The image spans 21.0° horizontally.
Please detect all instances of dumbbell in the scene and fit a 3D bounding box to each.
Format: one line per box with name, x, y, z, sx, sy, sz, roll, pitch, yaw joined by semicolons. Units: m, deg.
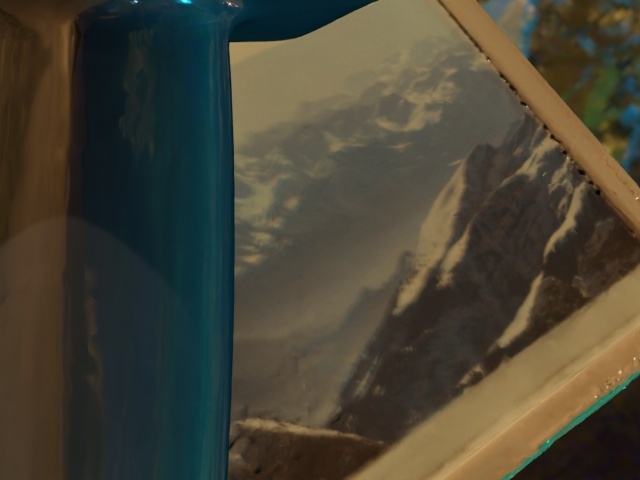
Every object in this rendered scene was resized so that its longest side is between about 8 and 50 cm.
dumbbell;-0.048;0.033;0.350;0.143;0.156;0.316;31;60;-81

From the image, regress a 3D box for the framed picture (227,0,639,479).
framed picture;0.000;0.000;0.693;0.247;0.335;0.022;51;-42;11
